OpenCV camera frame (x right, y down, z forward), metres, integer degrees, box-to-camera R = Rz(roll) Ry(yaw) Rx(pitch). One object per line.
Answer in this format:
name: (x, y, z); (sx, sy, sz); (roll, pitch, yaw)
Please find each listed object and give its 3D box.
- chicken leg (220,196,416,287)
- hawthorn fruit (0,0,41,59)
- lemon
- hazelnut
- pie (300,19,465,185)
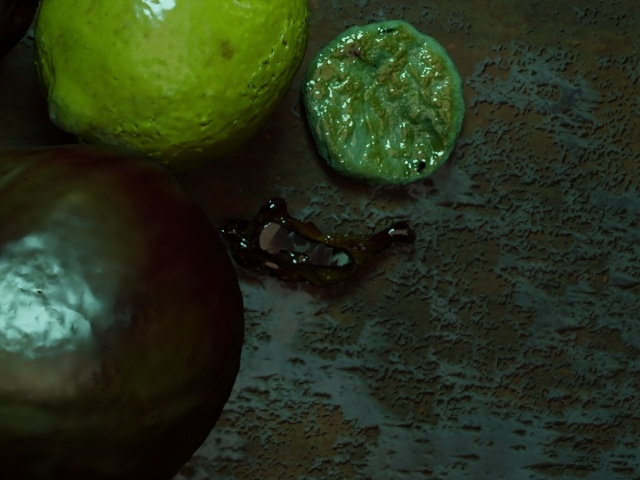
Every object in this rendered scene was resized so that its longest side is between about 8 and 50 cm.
chicken leg: (-0.003, 0.006, 1.699); (0.219, 0.048, 0.089); (10, 95, -16)
hawthorn fruit: (-0.415, -0.260, 1.435); (0.311, 0.295, 0.295); (18, 89, 18)
lemon: (-0.149, -0.197, 1.526); (0.258, 0.258, 0.310); (49, 55, -14)
hazelnut: (-0.278, 0.100, 1.420); (0.421, 0.421, 0.352); (-13, 110, -15)
pie: (0.069, -0.149, 1.711); (0.187, 0.041, 0.186); (-1, 95, -16)
